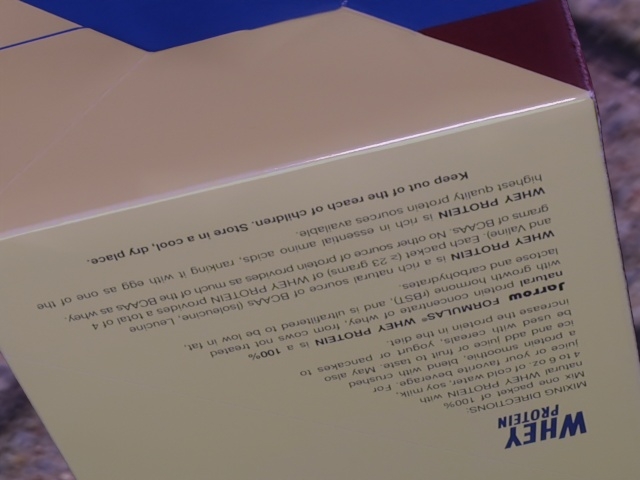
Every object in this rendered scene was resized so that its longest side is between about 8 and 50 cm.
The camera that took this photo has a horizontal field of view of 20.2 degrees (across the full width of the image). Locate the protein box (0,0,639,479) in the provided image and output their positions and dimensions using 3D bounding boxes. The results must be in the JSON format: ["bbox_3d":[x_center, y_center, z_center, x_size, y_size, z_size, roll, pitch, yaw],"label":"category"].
[{"bbox_3d":[0.000,0.000,0.634,0.200,0.136,0.201,-13,135,6],"label":"protein box"}]
